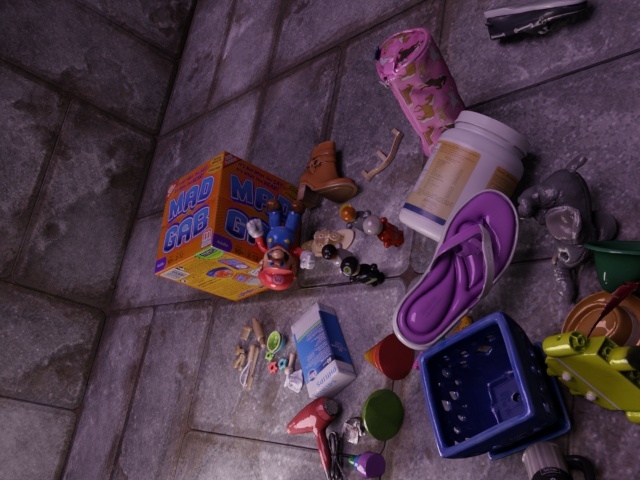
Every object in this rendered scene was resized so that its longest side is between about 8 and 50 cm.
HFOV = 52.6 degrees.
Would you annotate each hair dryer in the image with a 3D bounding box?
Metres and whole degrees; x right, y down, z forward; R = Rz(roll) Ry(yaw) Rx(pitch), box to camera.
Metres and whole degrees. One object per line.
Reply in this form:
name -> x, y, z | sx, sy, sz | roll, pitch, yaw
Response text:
hair dryer -> -0.002, 0.550, 1.804 | 0.293, 0.080, 0.224 | 13, 81, 53

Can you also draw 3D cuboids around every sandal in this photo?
sandal -> -0.001, 0.006, 2.111 | 0.240, 0.079, 0.088 | -17, 57, 45
sandal -> 0.316, 0.064, 1.431 | 0.416, 0.169, 0.102 | -56, -8, -11

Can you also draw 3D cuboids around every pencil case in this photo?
pencil case -> 0.285, -0.378, 1.733 | 0.167, 0.386, 0.160 | -22, 48, 20

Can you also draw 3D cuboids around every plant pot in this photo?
plant pot -> 0.374, 0.322, 1.363 | 0.236, 0.212, 0.236 | -37, 44, 32

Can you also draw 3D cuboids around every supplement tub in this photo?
supplement tub -> 0.364, -0.140, 1.625 | 0.228, 0.228, 0.316 | 33, 96, 53

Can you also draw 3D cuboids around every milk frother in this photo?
milk frother -> 0.464, 0.494, 1.262 | 0.135, 0.129, 0.143 | -66, -18, -69

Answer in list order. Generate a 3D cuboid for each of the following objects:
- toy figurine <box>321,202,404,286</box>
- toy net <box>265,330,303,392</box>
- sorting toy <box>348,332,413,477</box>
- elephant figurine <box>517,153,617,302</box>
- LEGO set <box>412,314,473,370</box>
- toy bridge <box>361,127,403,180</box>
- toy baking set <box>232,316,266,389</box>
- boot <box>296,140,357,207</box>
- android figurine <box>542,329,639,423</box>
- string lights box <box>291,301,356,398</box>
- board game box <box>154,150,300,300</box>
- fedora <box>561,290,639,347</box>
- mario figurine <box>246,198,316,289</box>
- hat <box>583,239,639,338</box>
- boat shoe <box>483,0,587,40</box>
toy figurine -> 0.114, 0.011, 1.911 | 0.209, 0.148, 0.213 | 34, 97, 53
toy net -> -0.126, 0.402, 2.068 | 0.122, 0.045, 0.232 | -51, 39, 17
sorting toy -> 0.134, 0.422, 1.680 | 0.126, 0.127, 0.366 | -11, 60, 54
elephant figurine -> 0.554, -0.024, 1.417 | 0.169, 0.186, 0.240 | -23, 56, -1
LEGO set -> 0.329, 0.240, 1.566 | 0.227, 0.087, 0.093 | -62, 22, 4
toy bridge -> 0.201, -0.266, 2.065 | 0.188, 0.026, 0.063 | -54, 39, 15
toy baking set -> -0.238, 0.389, 2.221 | 0.197, 0.030, 0.256 | -65, 28, 14
boot -> 0.035, -0.236, 2.205 | 0.283, 0.109, 0.220 | -16, 54, 54
android figurine -> 0.528, 0.253, 1.204 | 0.056, 0.248, 0.273 | -52, 4, -20
string lights box -> 0.004, 0.328, 1.925 | 0.133, 0.076, 0.260 | -45, 41, 25
board game box -> -0.319, -0.034, 2.290 | 0.356, 0.356, 0.357 | -23, 54, 42
fedora -> 0.567, 0.181, 1.319 | 0.194, 0.079, 0.195 | -28, 50, 40
mario figurine -> -0.124, 0.005, 2.072 | 0.198, 0.170, 0.321 | -16, 54, 31
hat -> 0.603, 0.100, 1.290 | 0.173, 0.208, 0.184 | -98, 8, -83
boat shoe -> 0.580, -0.599, 1.743 | 0.114, 0.091, 0.302 | -29, 24, -27
